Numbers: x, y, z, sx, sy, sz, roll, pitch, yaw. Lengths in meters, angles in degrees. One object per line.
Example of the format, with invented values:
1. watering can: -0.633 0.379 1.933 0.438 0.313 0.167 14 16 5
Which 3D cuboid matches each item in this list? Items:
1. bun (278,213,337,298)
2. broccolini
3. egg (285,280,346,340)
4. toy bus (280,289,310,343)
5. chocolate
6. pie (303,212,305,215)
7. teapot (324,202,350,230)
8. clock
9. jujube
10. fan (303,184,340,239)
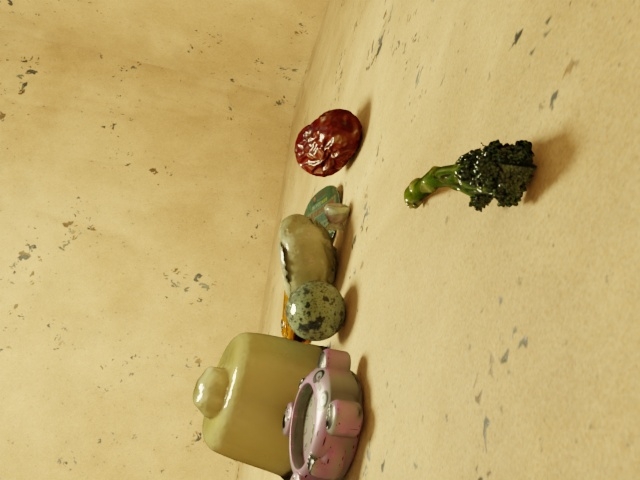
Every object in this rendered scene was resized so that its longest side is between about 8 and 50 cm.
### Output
1. bun: -0.027 0.047 1.581 0.239 0.141 0.239 -4 -90 -87
2. broccolini: 0.176 -0.064 0.827 0.392 0.079 0.073 138 132 -87
3. egg: -0.010 0.157 1.394 0.172 0.132 0.132 92 -174 -75
4. toy bus: -0.059 0.189 1.743 0.088 0.083 0.194 -123 35 -63
5. chocolate: -0.143 0.368 1.465 0.326 0.297 0.314 113 170 -52
6. pie: -0.041 0.002 1.961 0.273 0.069 0.273 -163 90 -76
7. teapot: 0.038 -0.060 1.580 0.083 0.064 0.064 -123 36 -71
8. clock: 0.004 0.346 1.180 0.227 0.090 0.247 -103 29 -56
9. jujube: 0.022 -0.259 1.657 0.230 0.155 0.155 140 141 -65
10. fan: 0.012 -0.030 1.746 0.223 0.012 0.294 -59 33 34
